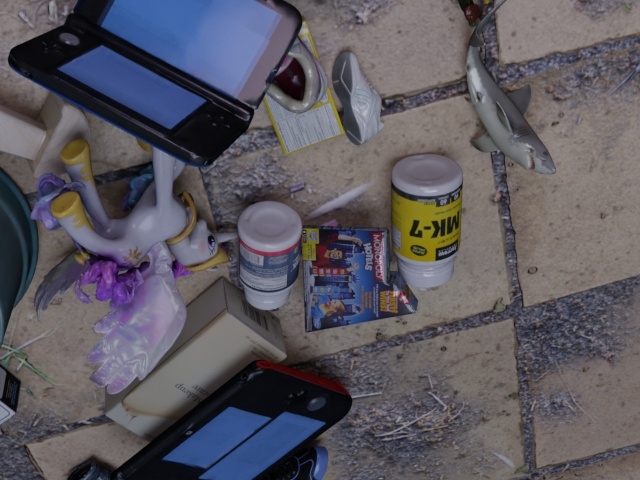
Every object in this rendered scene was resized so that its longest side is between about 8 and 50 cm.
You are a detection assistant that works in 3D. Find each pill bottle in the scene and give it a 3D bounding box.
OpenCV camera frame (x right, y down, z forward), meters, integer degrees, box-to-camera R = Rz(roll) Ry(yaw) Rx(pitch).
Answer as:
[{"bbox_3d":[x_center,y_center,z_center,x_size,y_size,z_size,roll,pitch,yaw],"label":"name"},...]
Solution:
[{"bbox_3d":[0.180,-0.031,1.585,0.119,0.119,0.208,-8,125,-5],"label":"pill bottle"},{"bbox_3d":[-0.088,0.031,1.575,0.108,0.108,0.180,-3,139,-8],"label":"pill bottle"}]

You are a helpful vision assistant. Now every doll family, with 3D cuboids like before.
[{"bbox_3d":[0.203,-0.402,1.342,0.076,0.111,0.193,-31,123,11],"label":"doll family"}]

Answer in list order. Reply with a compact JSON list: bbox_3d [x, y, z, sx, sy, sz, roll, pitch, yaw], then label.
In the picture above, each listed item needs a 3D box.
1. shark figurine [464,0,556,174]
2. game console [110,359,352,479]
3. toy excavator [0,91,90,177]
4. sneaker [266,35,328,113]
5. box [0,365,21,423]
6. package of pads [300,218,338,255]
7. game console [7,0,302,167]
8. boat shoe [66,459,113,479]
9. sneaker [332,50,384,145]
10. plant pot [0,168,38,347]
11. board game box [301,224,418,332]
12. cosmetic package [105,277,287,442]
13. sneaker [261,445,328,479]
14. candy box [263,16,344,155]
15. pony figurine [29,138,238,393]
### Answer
[{"bbox_3d":[0.295,-0.243,1.496,0.116,0.166,0.278,-33,108,-18],"label":"shark figurine"},{"bbox_3d":[-0.153,0.372,1.749,0.386,0.060,0.342,-40,149,15],"label":"game console"},{"bbox_3d":[-0.531,-0.271,1.232,0.433,0.222,0.445,-10,132,-26],"label":"toy excavator"},{"bbox_3d":[-0.075,-0.284,1.339,0.103,0.111,0.252,-40,111,12],"label":"sneaker"},{"bbox_3d":[-0.686,0.233,1.617,0.169,0.087,0.290,-33,123,11],"label":"box"},{"bbox_3d":[0.000,0.000,1.624,0.083,0.032,0.050,-24,122,6],"label":"package of pads"},{"bbox_3d":[-0.208,-0.264,1.220,0.293,0.250,0.173,28,119,2],"label":"game console"},{"bbox_3d":[-0.489,0.509,1.861,0.183,0.065,0.083,-41,119,10],"label":"boat shoe"},{"bbox_3d":[0.061,-0.231,1.474,0.061,0.054,0.152,-28,121,-27],"label":"sneaker"},{"bbox_3d":[-0.577,0.061,1.322,0.341,0.334,0.341,-5,110,-15],"label":"plant pot"},{"bbox_3d":[0.069,0.064,1.591,0.194,0.060,0.194,2,111,8],"label":"board game box"},{"bbox_3d":[-0.228,0.228,1.687,0.309,0.113,0.160,-41,122,16],"label":"cosmetic package"},{"bbox_3d":[-0.081,0.498,1.915,0.090,0.081,0.232,26,117,-33],"label":"sneaker"},{"bbox_3d":[-0.041,-0.238,1.458,0.105,0.027,0.206,-18,125,5],"label":"candy box"},{"bbox_3d":[-0.294,0.009,1.433,0.351,0.303,0.363,-40,144,-16],"label":"pony figurine"}]
